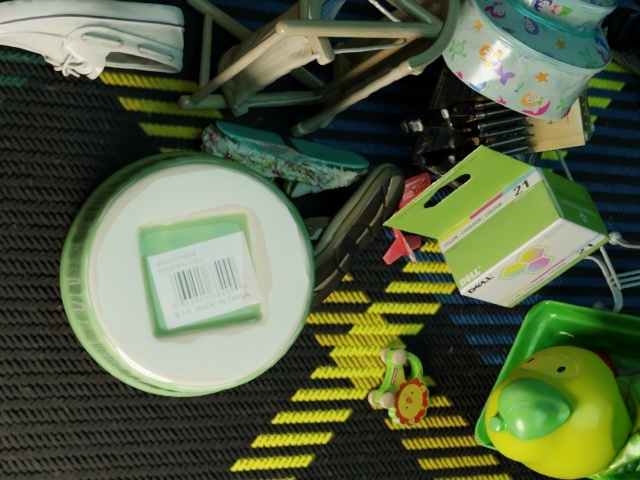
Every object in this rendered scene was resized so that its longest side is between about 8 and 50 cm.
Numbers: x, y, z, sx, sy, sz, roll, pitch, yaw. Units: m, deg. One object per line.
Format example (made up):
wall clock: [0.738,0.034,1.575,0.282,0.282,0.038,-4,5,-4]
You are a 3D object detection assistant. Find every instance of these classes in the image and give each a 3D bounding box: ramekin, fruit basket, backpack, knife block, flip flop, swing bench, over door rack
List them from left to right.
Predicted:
ramekin: [-0.150,0.039,1.582,0.304,0.148,0.303,0,89,-14]
swing bench: [-0.003,-0.244,1.647,0.255,0.253,0.165,14,67,-30]
flip flop: [0.000,0.000,1.758,0.277,0.080,0.112,-50,157,-6]
knife block: [0.249,-0.163,1.863,0.276,0.242,0.088,-31,114,-73]
backpack: [0.258,-0.283,1.700,0.225,0.191,0.253,20,46,-22]
fruit basket: [0.373,0.216,1.828,0.392,0.392,0.282,36,72,-27]
over door rack: [0.467,-0.057,2.054,0.240,0.108,0.324,-10,80,-32]

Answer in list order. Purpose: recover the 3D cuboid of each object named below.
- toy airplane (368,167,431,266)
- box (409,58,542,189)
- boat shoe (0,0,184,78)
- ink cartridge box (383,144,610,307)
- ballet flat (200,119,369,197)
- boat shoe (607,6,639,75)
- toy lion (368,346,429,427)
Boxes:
toy airplane: [0.103,-0.033,1.860,0.151,0.028,0.151,0,91,-31]
box: [0.245,-0.180,1.932,0.183,0.059,0.232,25,78,-30]
boat shoe: [-0.281,-0.235,1.590,0.268,0.096,0.088,-4,87,-40]
ink cartridge box: [0.238,-0.013,1.808,0.255,0.189,0.097,15,45,-47]
ballet flat: [-0.052,-0.098,1.746,0.241,0.091,0.077,12,114,-27]
boat shoe: [0.615,-0.260,2.094,0.341,0.158,0.127,18,94,-28]
toy lion: [0.117,0.207,1.868,0.096,0.034,0.100,24,77,-37]
